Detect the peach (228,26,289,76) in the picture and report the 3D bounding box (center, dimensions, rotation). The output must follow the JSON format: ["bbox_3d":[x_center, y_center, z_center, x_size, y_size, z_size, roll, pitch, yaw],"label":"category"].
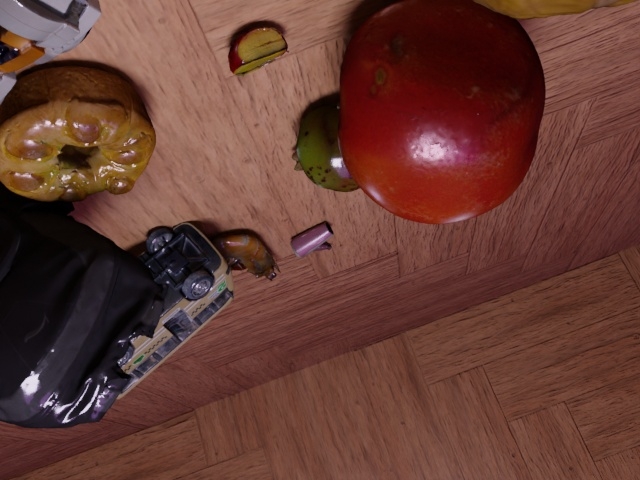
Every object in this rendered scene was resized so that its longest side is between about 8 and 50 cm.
[{"bbox_3d":[-0.093,-0.275,0.921,0.083,0.050,0.077,-20,-178,24],"label":"peach"}]

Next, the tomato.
[{"bbox_3d":[0.178,-0.193,0.962,0.289,0.325,0.293,17,144,23],"label":"tomato"}]

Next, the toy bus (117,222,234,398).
[{"bbox_3d":[-0.353,0.144,1.336,0.365,0.177,0.202,-41,151,-11],"label":"toy bus"}]

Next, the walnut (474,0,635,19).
[{"bbox_3d":[0.244,-0.396,0.603,0.353,0.308,0.398,-24,155,14],"label":"walnut"}]

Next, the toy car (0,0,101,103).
[{"bbox_3d":[-0.396,-0.225,0.713,0.301,0.118,0.193,-28,158,21],"label":"toy car"}]

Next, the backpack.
[{"bbox_3d":[-0.444,0.101,0.955,0.364,0.445,0.255,-63,148,-13],"label":"backpack"}]

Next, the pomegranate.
[{"bbox_3d":[0.022,-0.162,1.153,0.159,0.159,0.205,-2,179,-35],"label":"pomegranate"}]

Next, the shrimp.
[{"bbox_3d":[-0.191,0.053,1.544,0.152,0.063,0.287,-21,154,8],"label":"shrimp"}]

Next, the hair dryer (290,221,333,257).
[{"bbox_3d":[-0.005,0.004,1.623,0.106,0.054,0.154,-30,165,11],"label":"hair dryer"}]

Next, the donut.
[{"bbox_3d":[-0.349,-0.146,0.919,0.226,0.114,0.227,-16,156,-7],"label":"donut"}]
